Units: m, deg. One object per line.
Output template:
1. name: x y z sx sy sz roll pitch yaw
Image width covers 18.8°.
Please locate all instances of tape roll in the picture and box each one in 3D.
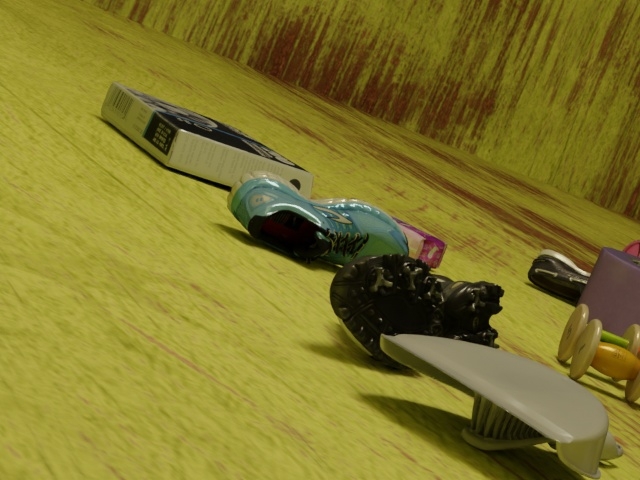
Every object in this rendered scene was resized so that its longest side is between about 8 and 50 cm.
1. tape roll: 0.360 0.080 1.984 0.189 0.080 0.189 22 7 -3

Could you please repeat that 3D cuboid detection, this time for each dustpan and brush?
1. dustpan and brush: 0.139 0.113 1.207 0.147 0.060 0.211 30 17 37

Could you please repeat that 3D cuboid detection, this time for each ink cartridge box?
1. ink cartridge box: -0.093 -0.086 1.929 0.208 0.045 0.206 20 7 -29

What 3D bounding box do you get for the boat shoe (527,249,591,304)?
1. boat shoe: 0.284 0.054 2.101 0.125 0.038 0.046 30 -33 11

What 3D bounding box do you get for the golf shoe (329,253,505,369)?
1. golf shoe: 0.046 0.048 1.332 0.094 0.077 0.198 11 -5 33

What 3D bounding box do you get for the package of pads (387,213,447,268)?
1. package of pads: 0.077 -0.002 1.888 0.083 0.032 0.050 28 12 35

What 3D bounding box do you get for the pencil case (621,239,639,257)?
1. pencil case: 0.460 0.062 2.390 0.209 0.095 0.098 16 -20 -43

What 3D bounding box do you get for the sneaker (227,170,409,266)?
1. sneaker: 0.000 0.000 1.603 0.162 0.063 0.073 16 27 -21

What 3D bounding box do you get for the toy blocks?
1. toy blocks: 0.280 0.110 1.617 0.148 0.054 0.123 23 8 -4
